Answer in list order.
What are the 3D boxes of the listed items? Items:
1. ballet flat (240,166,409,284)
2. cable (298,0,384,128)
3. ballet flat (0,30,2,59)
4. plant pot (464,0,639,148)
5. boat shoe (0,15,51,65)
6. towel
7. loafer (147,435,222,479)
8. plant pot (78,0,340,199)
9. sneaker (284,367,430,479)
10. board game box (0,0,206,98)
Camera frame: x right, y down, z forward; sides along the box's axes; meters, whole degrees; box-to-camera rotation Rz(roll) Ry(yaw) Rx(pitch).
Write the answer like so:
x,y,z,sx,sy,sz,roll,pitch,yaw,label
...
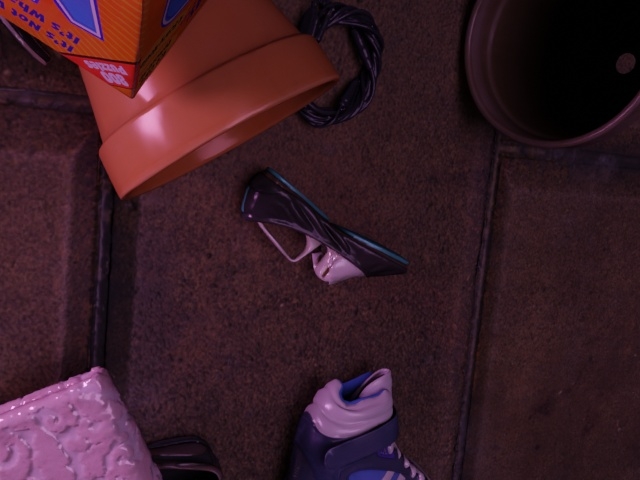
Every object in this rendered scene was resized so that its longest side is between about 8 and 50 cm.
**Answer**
x,y,z,sx,sy,sz,roll,pitch,yaw,label
0.000,0.000,1.051,0.280,0.095,0.096,33,92,-20,ballet flat
0.022,-0.251,1.042,0.151,0.047,0.184,13,90,-36,cable
-0.454,-0.237,0.763,0.213,0.072,0.068,9,67,-32,ballet flat
0.441,-0.300,1.144,0.280,0.323,0.323,-1,100,-46,plant pot
-0.352,-0.259,0.821,0.038,0.046,0.125,-43,109,-11,boat shoe
-0.342,0.350,0.873,0.317,0.053,0.331,-21,111,-4,towel
-0.261,0.330,0.955,0.268,0.084,0.096,-11,104,-28,loafer
-0.150,-0.204,0.828,0.291,0.291,0.203,-31,97,-22,plant pot
0.109,0.330,1.142,0.323,0.130,0.236,18,94,-26,sneaker
-0.190,-0.408,0.544,0.357,0.356,0.356,32,69,-7,board game box
